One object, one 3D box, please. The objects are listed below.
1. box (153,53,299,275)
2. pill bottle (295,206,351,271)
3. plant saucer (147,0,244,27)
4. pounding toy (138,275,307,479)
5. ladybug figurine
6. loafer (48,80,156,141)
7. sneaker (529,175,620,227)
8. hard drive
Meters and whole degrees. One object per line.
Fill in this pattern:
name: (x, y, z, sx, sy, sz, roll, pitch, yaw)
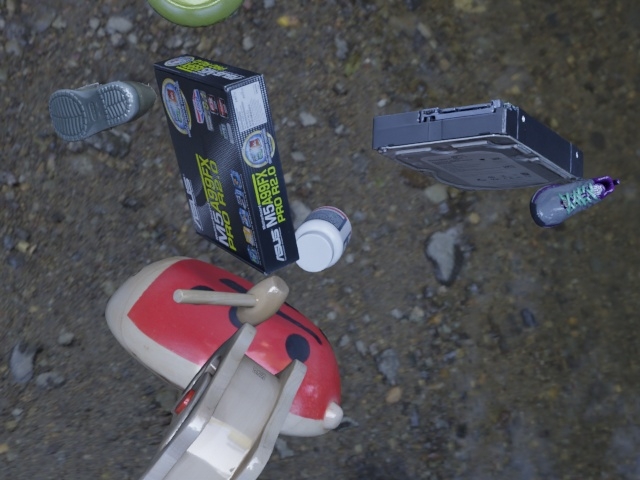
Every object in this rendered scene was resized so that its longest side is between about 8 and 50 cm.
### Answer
box: (-0.130, -0.109, 1.308, 0.060, 0.216, 0.270, -25, 120, -27)
pill bottle: (0.000, 0.000, 1.984, 0.108, 0.108, 0.180, 50, 19, -5)
plant saucer: (-0.256, -0.557, 1.923, 0.240, 0.037, 0.241, 0, 89, 2)
pounding toy: (-0.120, 0.147, 0.926, 0.155, 0.154, 0.269, 37, 33, -7)
ladybug figurine: (-0.143, 0.160, 1.539, 0.449, 0.305, 0.162, 28, 102, 19)
loafer: (-0.375, -0.225, 1.629, 0.087, 0.251, 0.094, -20, 106, -48)
sneaker: (0.519, -0.093, 1.936, 0.223, 0.098, 0.083, -23, 87, -41)
hard drive: (0.270, -0.148, 1.581, 0.339, 0.236, 0.064, 17, 73, -54)
